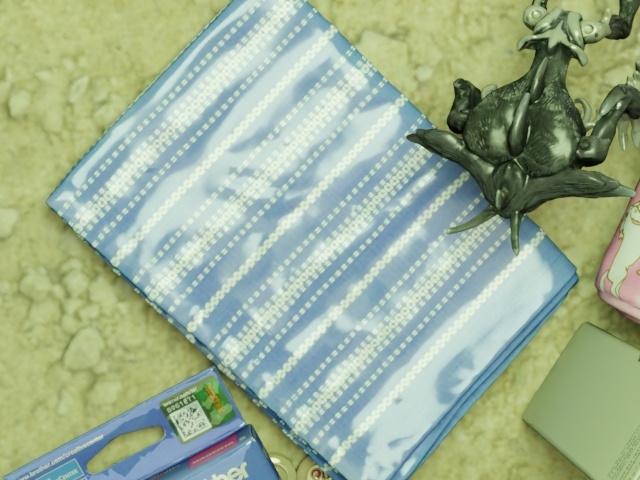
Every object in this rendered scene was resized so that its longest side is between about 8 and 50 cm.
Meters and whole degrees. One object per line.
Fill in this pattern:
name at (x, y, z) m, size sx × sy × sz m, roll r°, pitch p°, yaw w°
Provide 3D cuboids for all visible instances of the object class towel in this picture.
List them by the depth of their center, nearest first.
towel at (0.000, 0.000, 1.220) m, size 0.336 × 0.040 × 0.243 m, roll 44°, pitch 85°, yaw -8°

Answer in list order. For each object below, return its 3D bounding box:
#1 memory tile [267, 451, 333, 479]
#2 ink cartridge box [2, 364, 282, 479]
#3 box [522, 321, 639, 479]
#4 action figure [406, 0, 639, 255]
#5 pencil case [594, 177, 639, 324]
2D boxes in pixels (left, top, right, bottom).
memory tile at (-0.018, 0.214, 1.261) m, size 0.148 × 0.012 × 0.113 m, roll 0°, pitch 96°, yaw -6°
ink cartridge box at (-0.083, 0.269, 1.226) m, size 0.186 × 0.065 × 0.311 m, roll -27°, pitch 96°, yaw -2°
box at (0.233, 0.136, 1.144) m, size 0.113 × 0.275 × 0.094 m, roll 31°, pitch 92°, yaw -9°
action figure at (0.169, -0.106, 1.161) m, size 0.164 × 0.141 × 0.275 m, roll 16°, pitch 76°, yaw 26°
pencil case at (0.342, -0.095, 1.185) m, size 0.167 × 0.160 × 0.386 m, roll 25°, pitch 91°, yaw 7°
